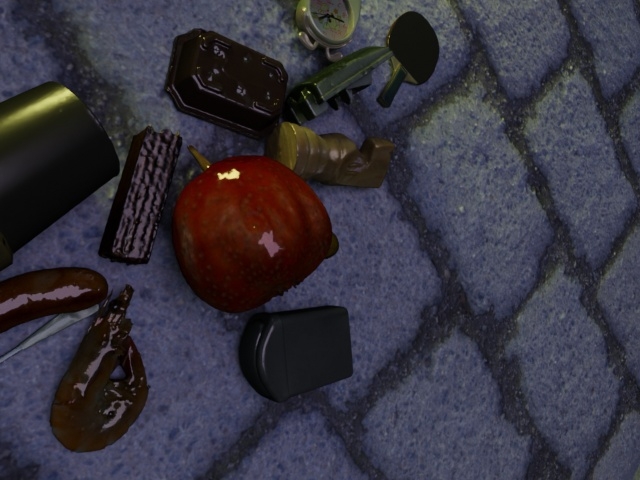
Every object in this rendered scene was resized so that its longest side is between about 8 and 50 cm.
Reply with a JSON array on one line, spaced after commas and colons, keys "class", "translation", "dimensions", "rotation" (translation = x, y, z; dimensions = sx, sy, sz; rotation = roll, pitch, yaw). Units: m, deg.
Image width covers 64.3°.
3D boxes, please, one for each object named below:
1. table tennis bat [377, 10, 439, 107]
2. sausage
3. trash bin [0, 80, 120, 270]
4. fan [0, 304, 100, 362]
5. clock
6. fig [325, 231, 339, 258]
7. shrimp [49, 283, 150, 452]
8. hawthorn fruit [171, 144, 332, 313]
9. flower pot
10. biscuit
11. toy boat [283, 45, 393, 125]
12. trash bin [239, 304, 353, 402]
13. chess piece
[{"class": "table tennis bat", "translation": [0.225, -0.462, 1.318], "dimensions": [0.173, 0.022, 0.301], "rotation": [39, 67, -26]}, {"class": "sausage", "translation": [-0.488, 0.116, 0.792], "dimensions": [0.302, 0.076, 0.103], "rotation": [-31, 97, -29]}, {"class": "trash bin", "translation": [-0.478, -0.076, 0.731], "dimensions": [0.334, 0.214, 0.214], "rotation": [-44, 111, -30]}, {"class": "fan", "translation": [-0.462, 0.153, 0.846], "dimensions": [0.193, 0.016, 0.038], "rotation": [-36, 98, -30]}, {"class": "clock", "translation": [0.011, -0.506, 1.157], "dimensions": [0.151, 0.062, 0.191], "rotation": [16, 79, -32]}, {"class": "fig", "translation": [0.000, 0.000, 1.121], "dimensions": [0.074, 0.074, 0.088], "rotation": [-23, 85, -32]}, {"class": "shrimp", "translation": [-0.356, 0.223, 0.882], "dimensions": [0.152, 0.063, 0.287], "rotation": [26, 77, -32]}, {"class": "hawthorn fruit", "translation": [-0.148, -0.041, 0.932], "dimensions": [0.287, 0.287, 0.330], "rotation": [-32, 87, -30]}, {"class": "flower pot", "translation": [-0.169, -0.319, 1.018], "dimensions": [0.251, 0.084, 0.179], "rotation": [15, 80, -32]}, {"class": "biscuit", "translation": [-0.315, -0.081, 0.897], "dimensions": [0.070, 0.106, 0.252], "rotation": [20, 77, -32]}, {"class": "toy boat", "translation": [0.058, -0.357, 1.132], "dimensions": [0.319, 0.141, 0.092], "rotation": [-40, 107, -28]}, {"class": "trash bin", "translation": [-0.050, 0.229, 1.062], "dimensions": [0.236, 0.101, 0.176], "rotation": [-6, 89, -35]}, {"class": "chess piece", "translation": [0.033, -0.174, 1.119], "dimensions": [0.301, 0.137, 0.137], "rotation": [2, 87, -37]}]
